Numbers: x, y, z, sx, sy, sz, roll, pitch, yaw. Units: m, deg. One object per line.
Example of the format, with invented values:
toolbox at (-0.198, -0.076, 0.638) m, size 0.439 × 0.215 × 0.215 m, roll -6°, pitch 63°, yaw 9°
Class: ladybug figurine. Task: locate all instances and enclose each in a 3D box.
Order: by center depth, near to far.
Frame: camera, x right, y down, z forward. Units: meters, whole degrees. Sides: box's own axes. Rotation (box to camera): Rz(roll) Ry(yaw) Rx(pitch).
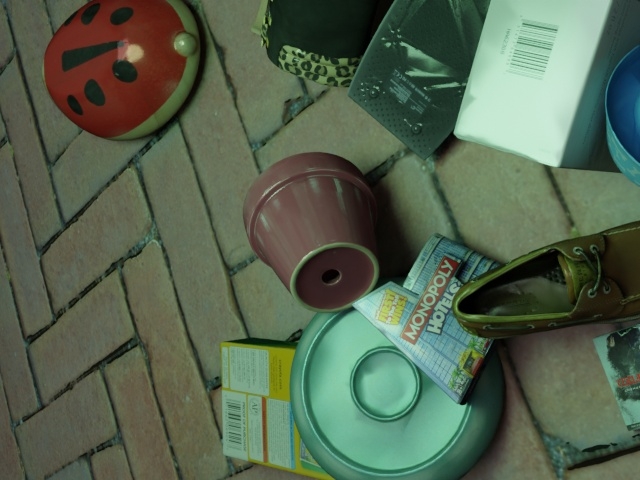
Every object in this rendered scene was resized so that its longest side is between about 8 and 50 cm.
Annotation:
ladybug figurine at (-0.417, -0.359, 1.556) m, size 0.449 × 0.162 × 0.305 m, roll -7°, pitch 86°, yaw 42°

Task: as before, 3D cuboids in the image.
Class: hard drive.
hard drive at (0.158, -0.253, 1.062) m, size 0.172 × 0.054 × 0.254 m, roll 42°, pitch 130°, yaw 10°

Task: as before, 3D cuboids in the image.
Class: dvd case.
dvd case at (0.392, 0.163, 0.938) m, size 0.087 × 0.013 × 0.119 m, roll -28°, pitch 74°, yaw 39°

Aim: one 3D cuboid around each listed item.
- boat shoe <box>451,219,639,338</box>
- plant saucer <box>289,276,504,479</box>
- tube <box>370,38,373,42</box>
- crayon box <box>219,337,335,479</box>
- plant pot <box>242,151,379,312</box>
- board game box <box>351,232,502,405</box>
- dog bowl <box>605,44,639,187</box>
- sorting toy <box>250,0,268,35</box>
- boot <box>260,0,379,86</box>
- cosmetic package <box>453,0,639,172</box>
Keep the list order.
boat shoe at (0.304, 0.050, 0.899) m, size 0.307 × 0.104 × 0.110 m, roll -24°, pitch 72°, yaw 19°
plant saucer at (0.096, 0.204, 1.099) m, size 0.318 × 0.044 × 0.317 m, roll -5°, pitch 75°, yaw 19°
tube at (0.154, -0.298, 1.116) m, size 0.207 × 0.052 × 0.080 m, roll -25°, pitch 85°, yaw 42°
crayon box at (-0.030, 0.275, 1.280) m, size 0.323 × 0.083 × 0.203 m, roll -1°, pitch 90°, yaw 43°
plant pot at (0.000, 0.000, 1.128) m, size 0.201 × 0.201 × 0.180 m, roll -58°, pitch 32°, yaw 27°
board game box at (0.152, 0.090, 1.049) m, size 0.194 × 0.060 × 0.194 m, roll 27°, pitch 87°, yaw 22°
dog bowl at (0.410, -0.156, 0.768) m, size 0.297 × 0.074 × 0.166 m, roll -38°, pitch 71°, yaw -7°
sorting toy at (-0.017, -0.417, 1.279) m, size 0.193 × 0.038 × 0.208 m, roll 34°, pitch 109°, yaw 36°
boot at (-0.059, -0.403, 1.102) m, size 0.377 × 0.138 × 0.284 m, roll 30°, pitch 147°, yaw 14°
cosmetic package at (0.292, -0.201, 0.872) m, size 0.138 × 0.225 × 0.224 m, roll 25°, pitch 108°, yaw 37°
